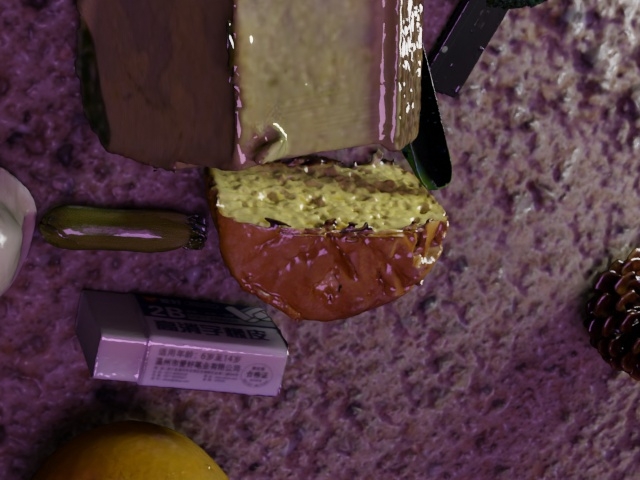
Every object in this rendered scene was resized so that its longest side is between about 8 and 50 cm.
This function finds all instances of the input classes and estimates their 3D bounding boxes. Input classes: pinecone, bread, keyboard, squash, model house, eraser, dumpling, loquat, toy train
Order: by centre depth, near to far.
[{"bbox_3d":[-0.052,-0.200,1.261,0.266,0.321,0.261,-7,102,-34],"label":"model house"},{"bbox_3d":[-0.349,0.005,1.357,0.111,0.181,0.155,47,60,4],"label":"dumpling"},{"bbox_3d":[-0.209,-0.012,1.420,0.184,0.052,0.052,0,114,-21],"label":"squash"},{"bbox_3d":[-0.003,0.002,1.442,0.261,0.160,0.147,-4,124,-23],"label":"bread"},{"bbox_3d":[0.097,-0.156,1.442,0.044,0.042,0.209,-20,109,-16],"label":"toy train"},{"bbox_3d":[-0.153,0.110,1.454,0.210,0.124,0.067,7,111,-23],"label":"eraser"},{"bbox_3d":[0.174,-0.249,1.459,0.060,0.018,0.195,22,106,-34],"label":"keyboard"},{"bbox_3d":[-0.207,0.332,1.478,0.275,0.275,0.274,-8,117,-16],"label":"loquat"},{"bbox_3d":[0.419,0.106,1.625,0.163,0.165,0.162,-10,121,-18],"label":"pinecone"}]

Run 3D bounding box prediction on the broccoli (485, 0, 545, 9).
[{"bbox_3d":[0.165,-0.381,1.278,0.297,0.297,0.297,10,113,6],"label":"broccoli"}]
